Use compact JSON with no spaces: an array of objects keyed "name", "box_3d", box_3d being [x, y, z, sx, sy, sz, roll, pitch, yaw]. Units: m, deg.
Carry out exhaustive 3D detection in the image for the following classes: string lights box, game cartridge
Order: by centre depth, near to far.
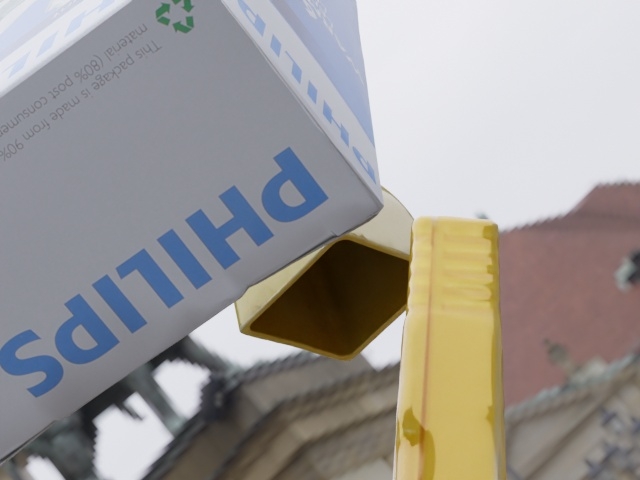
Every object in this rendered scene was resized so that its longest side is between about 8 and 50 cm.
[{"name":"string lights box","box_3d":[-0.059,-0.043,0.495,0.133,0.077,0.260,-34,17,11]},{"name":"game cartridge","box_3d":[0.046,0.189,0.722,0.052,0.324,0.285,2,-44,2]}]

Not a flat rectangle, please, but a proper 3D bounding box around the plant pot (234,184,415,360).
[{"name":"plant pot","box_3d":[0.000,0.000,0.862,0.081,0.083,0.081,19,-53,-42]}]
